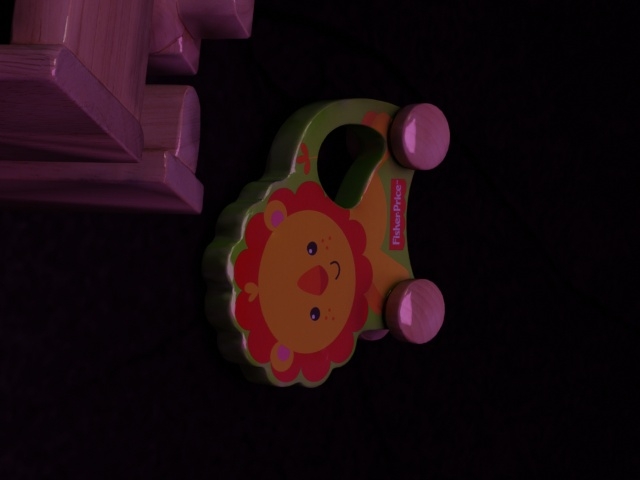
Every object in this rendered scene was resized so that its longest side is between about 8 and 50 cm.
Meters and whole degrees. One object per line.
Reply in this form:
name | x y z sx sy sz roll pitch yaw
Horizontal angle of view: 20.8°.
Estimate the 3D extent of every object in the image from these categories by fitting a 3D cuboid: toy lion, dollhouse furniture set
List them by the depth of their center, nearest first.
dollhouse furniture set | -0.091 -0.087 0.436 0.144 0.123 0.151 52 41 -71
toy lion | 0.000 0.000 0.599 0.096 0.034 0.100 2 90 -44
